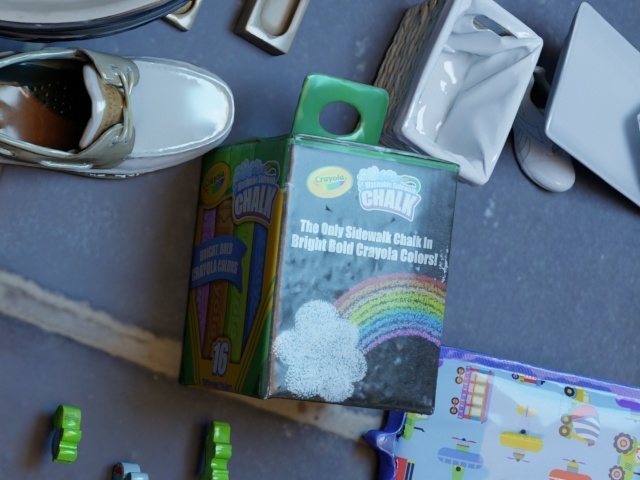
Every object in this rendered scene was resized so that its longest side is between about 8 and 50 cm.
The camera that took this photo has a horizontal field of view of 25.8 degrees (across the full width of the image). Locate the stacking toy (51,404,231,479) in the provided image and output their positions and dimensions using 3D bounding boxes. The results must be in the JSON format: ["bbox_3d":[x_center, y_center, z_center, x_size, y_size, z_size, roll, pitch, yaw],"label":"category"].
[{"bbox_3d":[-0.174,0.260,1.229,0.167,0.052,0.221,13,82,-31],"label":"stacking toy"}]

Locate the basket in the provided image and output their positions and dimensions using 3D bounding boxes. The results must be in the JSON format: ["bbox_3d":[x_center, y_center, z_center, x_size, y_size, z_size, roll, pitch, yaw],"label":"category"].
[{"bbox_3d":[0.123,-0.148,1.367,0.113,0.103,0.167,30,76,-27],"label":"basket"}]

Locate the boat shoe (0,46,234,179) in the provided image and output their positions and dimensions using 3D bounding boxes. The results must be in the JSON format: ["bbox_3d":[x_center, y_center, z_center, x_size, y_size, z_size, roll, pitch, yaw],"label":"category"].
[{"bbox_3d":[-0.199,-0.106,1.181,0.302,0.103,0.113,-7,93,-30],"label":"boat shoe"}]

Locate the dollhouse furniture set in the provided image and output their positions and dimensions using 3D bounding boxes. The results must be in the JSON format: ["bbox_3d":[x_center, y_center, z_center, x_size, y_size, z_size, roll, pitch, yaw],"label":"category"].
[{"bbox_3d":[-0.056,-0.245,1.252,0.151,0.123,0.144,28,76,-27],"label":"dollhouse furniture set"}]

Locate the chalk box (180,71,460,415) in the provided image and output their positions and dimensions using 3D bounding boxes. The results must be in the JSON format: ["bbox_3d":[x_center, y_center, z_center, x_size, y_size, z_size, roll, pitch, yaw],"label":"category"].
[{"bbox_3d":[0.000,0.000,1.255,0.180,0.179,0.289,9,84,-29],"label":"chalk box"}]

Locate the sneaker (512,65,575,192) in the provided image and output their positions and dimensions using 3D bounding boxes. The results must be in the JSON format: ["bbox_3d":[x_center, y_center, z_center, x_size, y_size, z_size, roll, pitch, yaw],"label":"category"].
[{"bbox_3d":[0.230,-0.116,1.454,0.053,0.061,0.152,-38,109,-27],"label":"sneaker"}]

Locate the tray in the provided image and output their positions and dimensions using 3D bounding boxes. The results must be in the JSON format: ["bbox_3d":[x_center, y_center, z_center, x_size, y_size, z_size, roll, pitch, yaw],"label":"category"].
[{"bbox_3d":[0.310,-0.131,1.475,0.270,0.030,0.145,28,75,-48],"label":"tray"}]

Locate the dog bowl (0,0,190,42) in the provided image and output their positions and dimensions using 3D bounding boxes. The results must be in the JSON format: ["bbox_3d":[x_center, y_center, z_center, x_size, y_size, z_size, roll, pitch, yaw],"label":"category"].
[{"bbox_3d":[-0.209,-0.338,1.083,0.408,0.150,0.408,1,81,-6],"label":"dog bowl"}]

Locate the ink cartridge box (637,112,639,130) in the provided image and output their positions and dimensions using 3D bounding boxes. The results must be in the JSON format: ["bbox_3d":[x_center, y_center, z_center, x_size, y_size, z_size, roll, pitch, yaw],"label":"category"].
[{"bbox_3d":[0.507,-0.141,1.504,0.283,0.207,0.117,-38,123,-32],"label":"ink cartridge box"}]

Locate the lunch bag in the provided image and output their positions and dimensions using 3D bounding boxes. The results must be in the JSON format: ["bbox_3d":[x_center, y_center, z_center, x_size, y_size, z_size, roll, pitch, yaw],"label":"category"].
[{"bbox_3d":[0.183,0.230,1.399,0.293,0.138,0.221,14,86,-20],"label":"lunch bag"}]
